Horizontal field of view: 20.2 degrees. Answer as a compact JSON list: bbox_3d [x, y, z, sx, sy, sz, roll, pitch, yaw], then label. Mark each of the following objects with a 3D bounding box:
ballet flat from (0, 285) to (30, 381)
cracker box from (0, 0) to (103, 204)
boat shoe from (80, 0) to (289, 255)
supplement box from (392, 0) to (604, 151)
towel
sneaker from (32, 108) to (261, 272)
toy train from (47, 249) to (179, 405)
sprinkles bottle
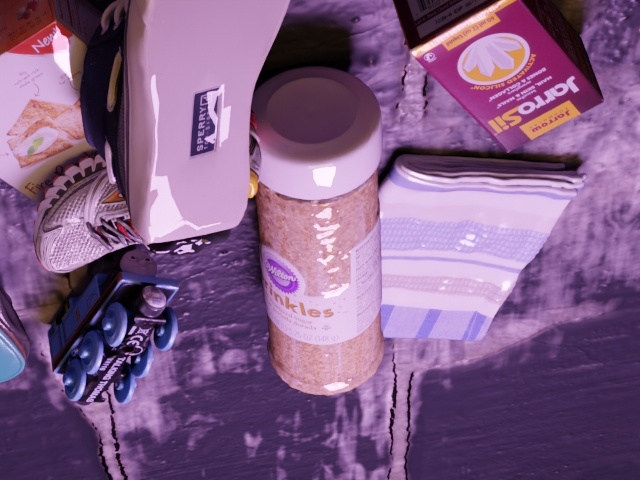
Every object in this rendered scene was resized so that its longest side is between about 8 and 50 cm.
[{"bbox_3d":[-0.348,0.029,1.635,0.095,0.096,0.280,-17,144,2],"label":"ballet flat"},{"bbox_3d":[-0.215,-0.111,1.517,0.155,0.067,0.232,-30,141,19],"label":"cracker box"},{"bbox_3d":[-0.117,-0.161,1.341,0.127,0.158,0.340,-11,134,-30],"label":"boat shoe"},{"bbox_3d":[0.154,-0.169,1.550,0.104,0.081,0.188,-29,142,19],"label":"supplement box"},{"bbox_3d":[0.124,0.015,1.829,0.209,0.034,0.285,4,141,-21],"label":"towel"},{"bbox_3d":[-0.148,-0.033,1.508,0.225,0.093,0.088,-30,142,19],"label":"sneaker"},{"bbox_3d":[-0.203,0.085,1.752,0.080,0.105,0.184,7,140,-31],"label":"toy train"},{"bbox_3d":[0.000,0.000,1.678,0.121,0.121,0.355,-10,141,-5],"label":"sprinkles bottle"}]
